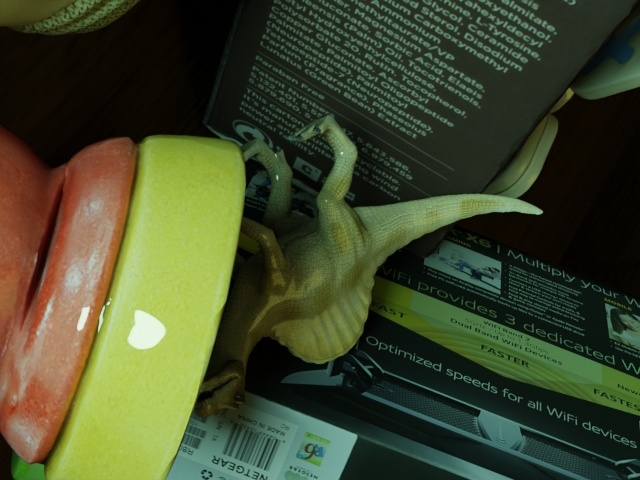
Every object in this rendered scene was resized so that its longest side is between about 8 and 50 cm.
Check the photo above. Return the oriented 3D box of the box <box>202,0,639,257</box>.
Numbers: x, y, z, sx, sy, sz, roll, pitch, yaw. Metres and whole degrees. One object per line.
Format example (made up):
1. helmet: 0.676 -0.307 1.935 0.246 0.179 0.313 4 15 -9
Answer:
1. box: 0.076 -0.154 0.590 0.191 0.143 0.381 -59 178 -20

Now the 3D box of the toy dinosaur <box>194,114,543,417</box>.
1. toy dinosaur: 0.000 0.000 0.601 0.183 0.053 0.093 -34 106 -30

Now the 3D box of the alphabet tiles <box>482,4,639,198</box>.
1. alphabet tiles: 0.118 -0.134 0.853 0.278 0.021 0.284 -12 -133 57

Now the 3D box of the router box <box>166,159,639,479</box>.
1. router box: 0.072 0.081 0.708 0.243 0.308 0.081 -70 -178 -65

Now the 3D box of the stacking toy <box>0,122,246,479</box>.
1. stacking toy: -0.144 0.092 0.526 0.279 0.130 0.309 -151 -102 -77

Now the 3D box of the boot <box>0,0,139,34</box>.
1. boot: -0.065 -0.159 0.353 0.203 0.095 0.262 -28 143 -66
